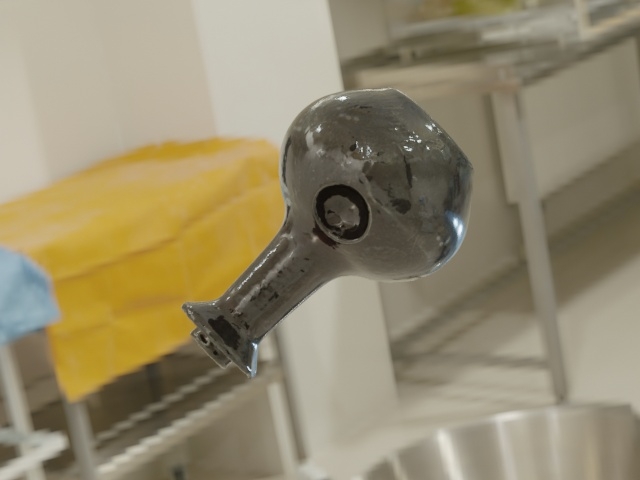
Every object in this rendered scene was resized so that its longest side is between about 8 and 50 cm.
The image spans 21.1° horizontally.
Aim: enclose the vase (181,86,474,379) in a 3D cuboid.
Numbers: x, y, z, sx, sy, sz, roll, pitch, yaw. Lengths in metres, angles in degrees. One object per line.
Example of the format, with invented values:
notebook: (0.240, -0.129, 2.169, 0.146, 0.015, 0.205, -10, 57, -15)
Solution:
vase: (0.000, 0.000, 0.980, 0.183, 0.120, 0.120, -45, 19, -2)
